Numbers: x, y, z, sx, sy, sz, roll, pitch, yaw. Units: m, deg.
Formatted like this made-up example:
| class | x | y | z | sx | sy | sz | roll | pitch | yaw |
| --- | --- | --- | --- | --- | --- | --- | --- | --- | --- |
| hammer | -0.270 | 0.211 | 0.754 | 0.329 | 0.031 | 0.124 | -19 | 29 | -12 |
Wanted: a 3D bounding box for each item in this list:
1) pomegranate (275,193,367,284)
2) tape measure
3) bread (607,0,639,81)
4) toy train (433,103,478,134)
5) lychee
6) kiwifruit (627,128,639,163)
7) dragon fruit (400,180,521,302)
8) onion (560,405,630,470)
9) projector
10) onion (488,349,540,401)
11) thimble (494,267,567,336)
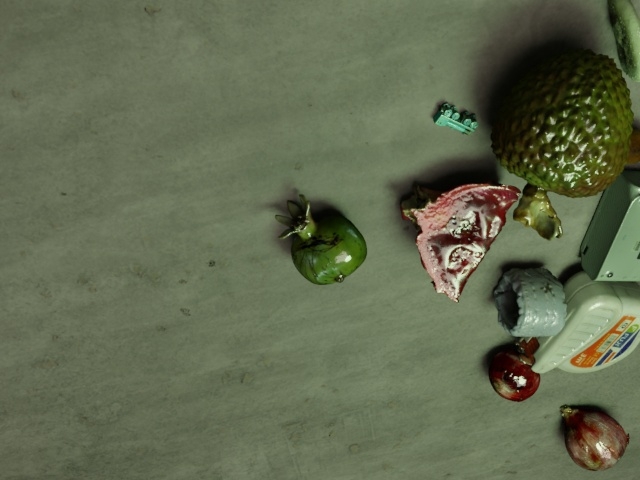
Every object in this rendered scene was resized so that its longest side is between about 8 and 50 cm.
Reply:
| class | x | y | z | sx | sy | sz | roll | pitch | yaw |
| --- | --- | --- | --- | --- | --- | --- | --- | --- | --- |
| pomegranate | 0.000 | 0.000 | 1.651 | 0.152 | 0.131 | 0.191 | -30 | 119 | 14 |
| tape measure | 0.624 | 0.196 | 1.928 | 0.265 | 0.130 | 0.258 | 11 | 126 | -26 |
| bread | 0.568 | -0.361 | 1.512 | 0.036 | 0.112 | 0.193 | -22 | 127 | 10 |
| toy train | 0.264 | -0.232 | 1.597 | 0.092 | 0.029 | 0.045 | 19 | 127 | -25 |
| lychee | 0.445 | -0.191 | 1.521 | 0.269 | 0.270 | 0.320 | 21 | 127 | -25 |
| kiwifruit | 0.611 | -0.191 | 1.673 | 0.124 | 0.075 | 0.075 | 1 | 126 | -7 |
| dragon fruit | 0.260 | -0.041 | 1.686 | 0.211 | 0.134 | 0.262 | 30 | 100 | -16 |
| onion | 0.706 | 0.510 | 2.173 | 0.195 | 0.159 | 0.159 | 45 | 110 | -3 |
| projector | 0.705 | -0.025 | 1.789 | 0.198 | 0.108 | 0.251 | 2 | 125 | -14 |
| onion | 0.467 | 0.324 | 1.987 | 0.131 | 0.131 | 0.131 | -6 | 127 | -8 |
| thimble | 0.464 | 0.139 | 1.833 | 0.117 | 0.151 | 0.127 | 1 | 138 | -13 |
